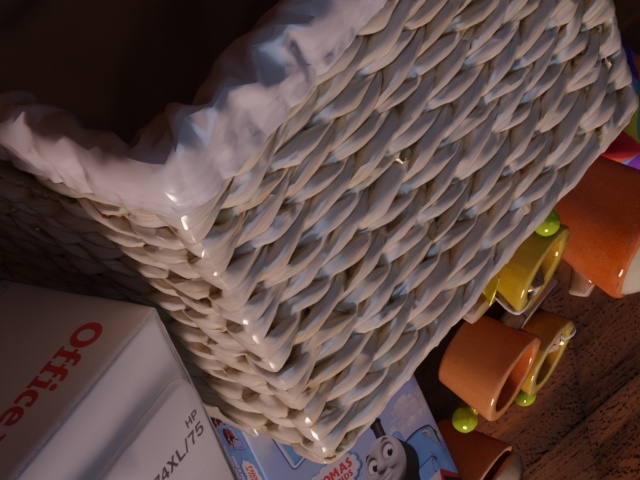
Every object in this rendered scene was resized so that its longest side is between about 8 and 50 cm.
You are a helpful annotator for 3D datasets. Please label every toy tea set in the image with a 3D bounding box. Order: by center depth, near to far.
[{"bbox_3d":[0.179,0.084,1.470,0.200,0.124,0.336,-43,156,-42],"label":"toy tea set"}]

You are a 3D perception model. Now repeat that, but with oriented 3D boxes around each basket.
[{"bbox_3d":[-0.049,-0.099,1.091,0.331,0.328,0.266,-48,135,-23],"label":"basket"}]

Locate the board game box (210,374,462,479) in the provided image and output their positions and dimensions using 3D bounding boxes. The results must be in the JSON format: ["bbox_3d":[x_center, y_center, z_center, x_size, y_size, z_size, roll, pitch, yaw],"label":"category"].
[{"bbox_3d":[0.019,0.164,1.417,0.160,0.039,0.211,-37,110,-35],"label":"board game box"}]

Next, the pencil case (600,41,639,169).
[{"bbox_3d":[0.222,-0.098,1.521,0.236,0.104,0.104,32,83,-46],"label":"pencil case"}]

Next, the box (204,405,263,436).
[{"bbox_3d":[0.000,0.000,1.335,0.275,0.113,0.094,-43,130,-26],"label":"box"}]

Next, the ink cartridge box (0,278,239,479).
[{"bbox_3d":[-0.208,0.148,1.049,0.198,0.270,0.197,-52,136,-35],"label":"ink cartridge box"}]
